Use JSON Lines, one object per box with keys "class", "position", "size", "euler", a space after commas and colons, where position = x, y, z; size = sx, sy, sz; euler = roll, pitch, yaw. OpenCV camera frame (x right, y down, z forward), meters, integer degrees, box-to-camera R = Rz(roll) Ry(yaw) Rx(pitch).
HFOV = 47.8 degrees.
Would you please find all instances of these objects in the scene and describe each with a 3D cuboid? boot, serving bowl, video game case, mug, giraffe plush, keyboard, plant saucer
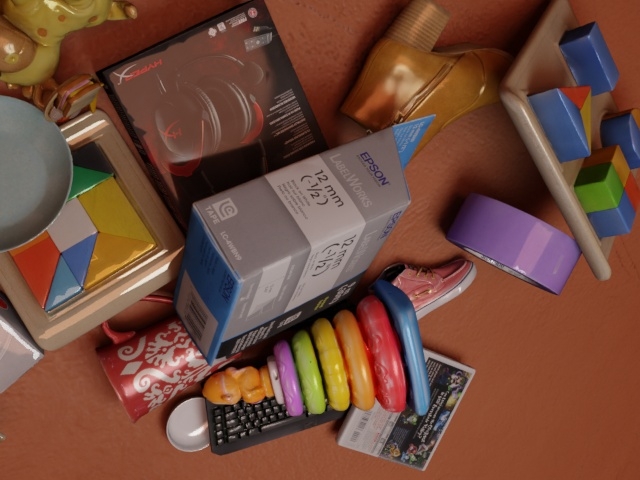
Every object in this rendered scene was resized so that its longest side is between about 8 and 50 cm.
{"class": "boot", "position": [0.183, -0.198, 1.060], "size": [0.295, 0.104, 0.211], "euler": [26, 101, -26]}
{"class": "serving bowl", "position": [-0.186, 0.263, 1.051], "size": [0.083, 0.027, 0.083], "euler": [-6, 103, -25]}
{"class": "video game case", "position": [0.136, 0.260, 1.147], "size": [0.173, 0.022, 0.190], "euler": [24, 95, -24]}
{"class": "mug", "position": [-0.206, 0.142, 0.970], "size": [0.169, 0.113, 0.150], "euler": [-27, 127, -17]}
{"class": "giraffe plush", "position": [-0.336, -0.256, 0.823], "size": [0.170, 0.181, 0.210], "euler": [-52, 150, 9]}
{"class": "keyboard", "position": [-0.023, 0.194, 1.083], "size": [0.317, 0.033, 0.201], "euler": [-13, 106, -24]}
{"class": "plant saucer", "position": [-0.392, -0.076, 0.860], "size": [0.195, 0.037, 0.194], "euler": [1, 79, -7]}

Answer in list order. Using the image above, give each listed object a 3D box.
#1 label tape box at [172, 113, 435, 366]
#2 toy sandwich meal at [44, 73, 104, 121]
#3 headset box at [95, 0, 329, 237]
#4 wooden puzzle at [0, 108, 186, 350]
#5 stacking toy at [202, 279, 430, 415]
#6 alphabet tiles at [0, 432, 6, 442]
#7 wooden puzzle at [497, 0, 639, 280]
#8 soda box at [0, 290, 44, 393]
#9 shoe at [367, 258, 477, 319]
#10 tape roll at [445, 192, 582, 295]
{"class": "label tape box", "position": [0.000, 0.000, 0.912], "size": [0.348, 0.249, 0.115], "euler": [-23, 68, -27]}
{"class": "toy sandwich meal", "position": [-0.285, -0.163, 0.844], "size": [0.085, 0.085, 0.029], "euler": [-44, 89, -7]}
{"class": "headset box", "position": [-0.120, -0.131, 0.941], "size": [0.218, 0.110, 0.293], "euler": [-29, 111, -13]}
{"class": "wooden puzzle", "position": [-0.307, -0.016, 0.900], "size": [0.221, 0.044, 0.238], "euler": [-32, 92, -12]}
{"class": "stacking toy", "position": [-0.012, 0.178, 0.990], "size": [0.302, 0.175, 0.165], "euler": [-13, 105, -6]}
{"class": "alphabet tiles", "position": [-0.512, 0.201, 0.872], "size": [0.198, 0.009, 0.237], "euler": [-35, 116, 23]}
{"class": "wooden puzzle", "position": [0.393, -0.167, 1.043], "size": [0.322, 0.081, 0.347], "euler": [54, 44, -22]}
{"class": "soda box", "position": [-0.464, 0.059, 0.862], "size": [0.091, 0.098, 0.286], "euler": [-41, 114, -7]}
{"class": "shoe", "position": [0.158, 0.062, 1.118], "size": [0.178, 0.063, 0.081], "euler": [-33, 109, -12]}
{"class": "tape roll", "position": [0.290, 0.005, 1.086], "size": [0.189, 0.189, 0.080], "euler": [27, 93, -24]}
